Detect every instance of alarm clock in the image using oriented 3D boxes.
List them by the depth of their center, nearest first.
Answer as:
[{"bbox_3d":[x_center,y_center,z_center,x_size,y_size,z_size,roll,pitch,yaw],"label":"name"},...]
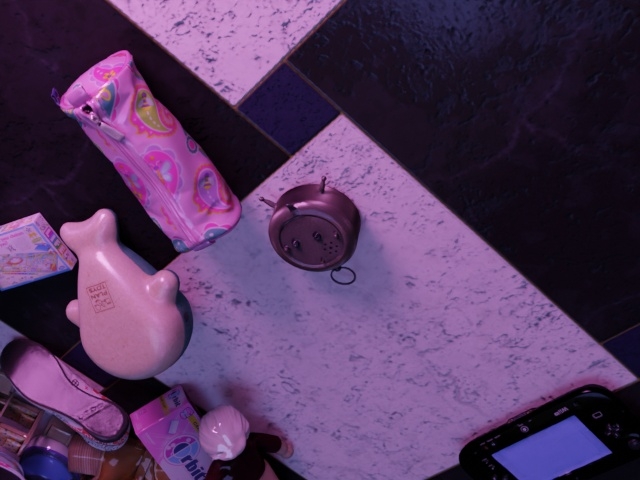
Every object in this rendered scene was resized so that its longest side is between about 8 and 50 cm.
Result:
[{"bbox_3d":[0.000,0.000,1.179,0.129,0.064,0.192,-17,127,23],"label":"alarm clock"}]

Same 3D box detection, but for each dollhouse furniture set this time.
[{"bbox_3d":[-0.548,0.333,1.532,0.182,0.101,0.161,28,129,-12],"label":"dollhouse furniture set"}]

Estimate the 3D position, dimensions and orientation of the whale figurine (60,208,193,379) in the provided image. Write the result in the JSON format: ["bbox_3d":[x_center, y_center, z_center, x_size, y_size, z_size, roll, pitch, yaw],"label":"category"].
[{"bbox_3d":[-0.303,0.080,1.279,0.216,0.141,0.272,-20,98,25],"label":"whale figurine"}]

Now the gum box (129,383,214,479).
[{"bbox_3d":[-0.256,0.370,1.497,0.107,0.062,0.188,-31,123,-9],"label":"gum box"}]

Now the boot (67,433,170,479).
[{"bbox_3d":[-0.385,0.496,1.646,0.220,0.109,0.283,7,123,0],"label":"boot"}]

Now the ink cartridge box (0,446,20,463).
[{"bbox_3d":[-0.794,0.498,1.707,0.198,0.114,0.273,40,125,-21],"label":"ink cartridge box"}]

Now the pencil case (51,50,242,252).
[{"bbox_3d":[-0.226,-0.113,1.092,0.124,0.124,0.284,-19,123,25],"label":"pencil case"}]

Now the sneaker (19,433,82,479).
[{"bbox_3d":[-0.591,0.572,1.647,0.130,0.236,0.322,20,130,-6],"label":"sneaker"}]

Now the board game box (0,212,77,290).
[{"bbox_3d":[-0.487,0.021,1.313,0.154,0.026,0.103,-15,124,22],"label":"board game box"}]

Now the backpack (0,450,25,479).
[{"bbox_3d":[-0.679,0.478,1.501,0.253,0.225,0.191,28,173,-25],"label":"backpack"}]

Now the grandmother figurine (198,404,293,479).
[{"bbox_3d":[-0.144,0.429,1.491,0.104,0.208,0.342,20,141,35],"label":"grandmother figurine"}]

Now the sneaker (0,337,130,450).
[{"bbox_3d":[-0.465,0.292,1.487,0.270,0.090,0.145,33,154,7],"label":"sneaker"}]

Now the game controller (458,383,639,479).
[{"bbox_3d":[0.392,0.354,1.383,0.166,0.067,0.319,38,125,-19],"label":"game controller"}]
